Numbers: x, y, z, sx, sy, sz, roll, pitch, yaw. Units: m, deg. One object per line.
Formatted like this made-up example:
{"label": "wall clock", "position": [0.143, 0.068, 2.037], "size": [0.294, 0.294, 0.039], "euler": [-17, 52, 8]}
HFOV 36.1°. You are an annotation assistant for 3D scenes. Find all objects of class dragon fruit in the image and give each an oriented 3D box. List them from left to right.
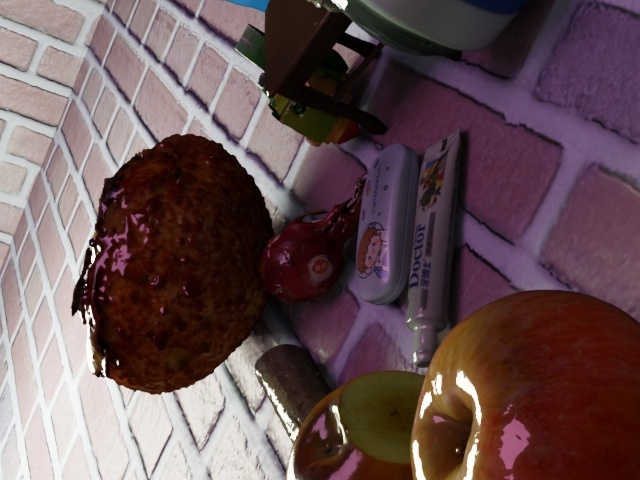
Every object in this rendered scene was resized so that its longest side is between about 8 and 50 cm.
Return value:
{"label": "dragon fruit", "position": [0.000, 0.000, 1.120], "size": [0.190, 0.094, 0.094], "euler": [-47, 34, 19]}

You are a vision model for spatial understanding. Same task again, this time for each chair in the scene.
{"label": "chair", "position": [-0.021, -0.264, 1.064], "size": [0.186, 0.319, 0.160], "euler": [-43, 38, 43]}

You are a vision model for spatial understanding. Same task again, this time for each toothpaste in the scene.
{"label": "toothpaste", "position": [0.111, 0.003, 0.966], "size": [0.067, 0.037, 0.255], "euler": [-36, 39, 54]}

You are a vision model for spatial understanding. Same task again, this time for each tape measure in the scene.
{"label": "tape measure", "position": [0.098, -0.304, 0.953], "size": [0.138, 0.259, 0.262], "euler": [-47, 40, 39]}

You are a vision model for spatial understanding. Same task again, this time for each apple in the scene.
{"label": "apple", "position": [0.051, 0.194, 0.828], "size": [0.163, 0.147, 0.146], "euler": [-63, 29, 12]}
{"label": "apple", "position": [0.154, 0.136, 0.663], "size": [0.209, 0.164, 0.209], "euler": [-168, 90, -73]}

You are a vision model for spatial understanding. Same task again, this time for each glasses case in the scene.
{"label": "glasses case", "position": [0.071, -0.018, 1.037], "size": [0.067, 0.045, 0.178], "euler": [-28, 50, 54]}

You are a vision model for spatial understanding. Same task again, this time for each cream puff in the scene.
{"label": "cream puff", "position": [-0.169, 0.030, 1.242], "size": [0.350, 0.228, 0.350], "euler": [-175, 90, -88]}

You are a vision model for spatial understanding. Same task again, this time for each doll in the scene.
{"label": "doll", "position": [-0.020, -0.188, 1.218], "size": [0.106, 0.134, 0.186], "euler": [-54, 37, 26]}

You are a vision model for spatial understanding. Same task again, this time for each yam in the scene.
{"label": "yam", "position": [-0.014, 0.179, 1.050], "size": [0.068, 0.068, 0.169], "euler": [-62, 32, 17]}

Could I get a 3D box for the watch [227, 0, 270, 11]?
{"label": "watch", "position": [-0.123, -0.473, 1.586], "size": [0.196, 0.171, 0.200], "euler": [142, 128, -65]}
